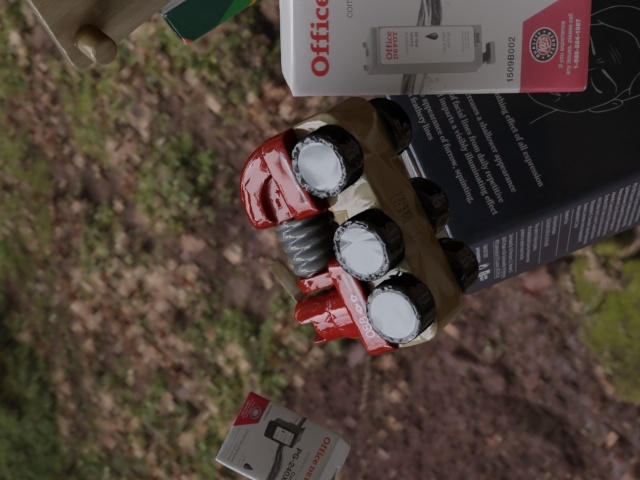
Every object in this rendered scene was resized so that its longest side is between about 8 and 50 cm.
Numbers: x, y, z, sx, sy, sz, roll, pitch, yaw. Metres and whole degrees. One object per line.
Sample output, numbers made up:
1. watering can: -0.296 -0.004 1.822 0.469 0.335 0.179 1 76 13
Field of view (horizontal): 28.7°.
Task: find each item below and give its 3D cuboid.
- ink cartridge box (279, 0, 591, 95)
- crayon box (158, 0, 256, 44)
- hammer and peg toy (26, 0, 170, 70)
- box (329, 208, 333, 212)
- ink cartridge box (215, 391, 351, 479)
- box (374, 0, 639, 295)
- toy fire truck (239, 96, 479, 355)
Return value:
1. ink cartridge box: 0.104 -0.244 1.180 0.117 0.283 0.207 -103 11 -71
2. crayon box: -0.114 -0.451 1.860 0.081 0.318 0.202 52 -172 -48
3. hammer and peg toy: -0.219 -0.401 1.548 0.127 0.361 0.266 39 164 40
4. box: 0.010 -0.104 1.880 0.028 0.081 0.136 -2 151 26
5. ink cartridge box: -0.049 0.290 1.720 0.150 0.109 0.063 22 167 22
6. box: 0.294 -0.156 1.545 0.212 0.395 0.293 64 -175 -70
7. toy fire truck: 0.000 0.000 1.161 0.246 0.158 0.217 -21 99 38
